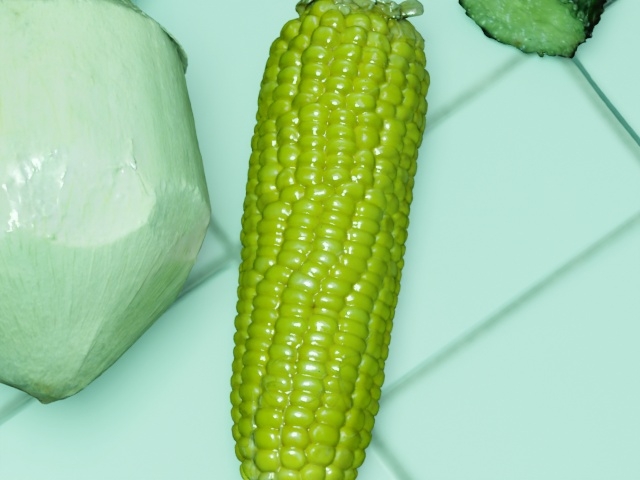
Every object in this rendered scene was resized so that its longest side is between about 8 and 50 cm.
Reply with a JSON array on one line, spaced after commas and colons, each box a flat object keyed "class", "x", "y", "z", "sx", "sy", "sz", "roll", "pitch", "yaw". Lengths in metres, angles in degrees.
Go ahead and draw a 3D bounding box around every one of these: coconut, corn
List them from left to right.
[{"class": "coconut", "x": -0.166, "y": -0.026, "z": 1.055, "sx": 0.224, "sy": 0.224, "sz": 0.234, "roll": 2, "pitch": 67, "yaw": -3}, {"class": "corn", "x": 0.000, "y": 0.000, "z": 1.118, "sx": 0.106, "sy": 0.106, "sz": 0.305, "roll": 9, "pitch": 75, "yaw": -1}]

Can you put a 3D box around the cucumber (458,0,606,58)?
[{"class": "cucumber", "x": 0.202, "y": -0.287, "z": 1.229, "sx": 0.096, "sy": 0.096, "sz": 0.359, "roll": 26, "pitch": 70, "yaw": 5}]
